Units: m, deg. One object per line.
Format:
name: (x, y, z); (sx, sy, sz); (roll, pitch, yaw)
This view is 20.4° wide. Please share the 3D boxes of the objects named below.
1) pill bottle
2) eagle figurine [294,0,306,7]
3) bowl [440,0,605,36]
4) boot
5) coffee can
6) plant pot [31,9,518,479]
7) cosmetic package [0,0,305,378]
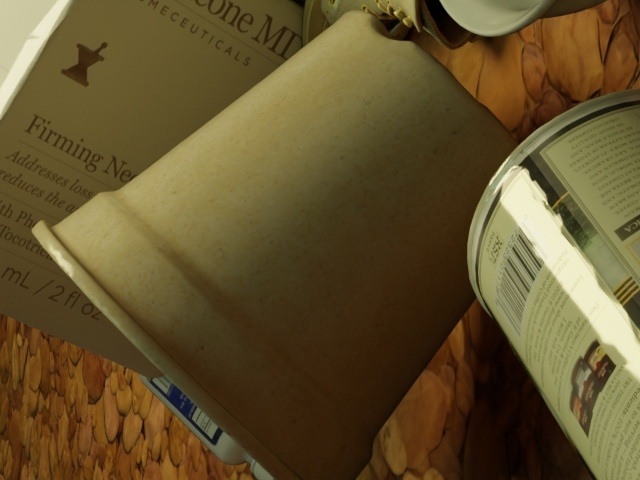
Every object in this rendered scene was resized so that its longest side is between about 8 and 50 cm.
pill bottle: (-0.086, 0.164, 1.821); (0.186, 0.112, 0.112); (43, 136, 18)
eagle figurine: (-0.045, -0.388, 1.771); (0.225, 0.226, 0.298); (16, 98, 46)
bowl: (0.188, -0.288, 1.260); (0.298, 0.134, 0.298); (-177, 90, -68)
boot: (0.072, -0.205, 1.587); (0.203, 0.095, 0.262); (57, 133, 53)
coffee can: (0.228, 0.063, 1.042); (0.275, 0.201, 0.201); (-117, 37, -51)
plant pot: (0.000, 0.000, 1.399); (0.305, 0.334, 0.334); (-45, 27, -3)
cosmetic package: (-0.246, -0.140, 1.759); (0.327, 0.329, 0.394); (35, 95, 47)
